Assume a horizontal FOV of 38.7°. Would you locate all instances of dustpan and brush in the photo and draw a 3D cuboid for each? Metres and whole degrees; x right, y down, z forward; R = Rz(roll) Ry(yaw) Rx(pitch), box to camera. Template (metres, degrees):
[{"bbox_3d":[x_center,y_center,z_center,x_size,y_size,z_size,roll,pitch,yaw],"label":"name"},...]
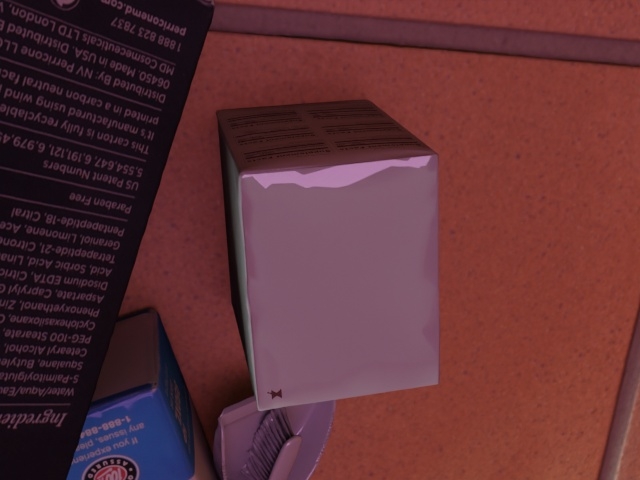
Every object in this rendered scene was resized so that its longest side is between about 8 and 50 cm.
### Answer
[{"bbox_3d":[-0.048,0.240,0.895,0.147,0.060,0.211,-15,133,-43],"label":"dustpan and brush"}]

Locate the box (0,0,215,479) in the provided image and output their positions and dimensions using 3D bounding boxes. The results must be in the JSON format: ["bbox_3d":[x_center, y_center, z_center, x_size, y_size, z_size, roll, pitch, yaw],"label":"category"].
[{"bbox_3d":[-0.286,-0.018,0.583,0.212,0.293,0.396,12,98,-49],"label":"box"}]

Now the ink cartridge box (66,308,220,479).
[{"bbox_3d":[-0.220,0.304,0.842,0.285,0.166,0.395,-19,112,-5],"label":"ink cartridge box"}]

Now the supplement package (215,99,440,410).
[{"bbox_3d":[0.000,0.000,0.761,0.149,0.203,0.194,-6,111,-9],"label":"supplement package"}]
